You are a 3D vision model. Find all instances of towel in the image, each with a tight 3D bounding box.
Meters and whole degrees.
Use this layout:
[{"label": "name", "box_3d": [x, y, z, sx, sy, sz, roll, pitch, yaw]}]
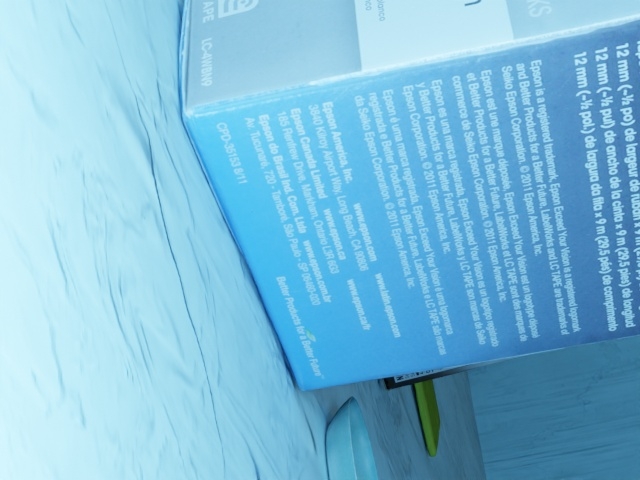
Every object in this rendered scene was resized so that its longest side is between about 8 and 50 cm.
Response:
[{"label": "towel", "box_3d": [0.113, 0.137, 1.763, 0.102, 0.021, 0.237, -63, 142, -70]}]

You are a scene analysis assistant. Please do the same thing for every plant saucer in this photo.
[{"label": "plant saucer", "box_3d": [0.023, 0.166, 0.978, 0.119, 0.021, 0.119, -11, 90, -83]}]

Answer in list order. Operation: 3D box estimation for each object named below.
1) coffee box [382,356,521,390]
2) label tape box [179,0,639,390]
[{"label": "coffee box", "box_3d": [0.190, 0.029, 1.410, 0.168, 0.297, 0.119, -79, 153, -70]}, {"label": "label tape box", "box_3d": [0.123, -0.054, 0.804, 0.249, 0.347, 0.115, 71, 10, -47]}]
